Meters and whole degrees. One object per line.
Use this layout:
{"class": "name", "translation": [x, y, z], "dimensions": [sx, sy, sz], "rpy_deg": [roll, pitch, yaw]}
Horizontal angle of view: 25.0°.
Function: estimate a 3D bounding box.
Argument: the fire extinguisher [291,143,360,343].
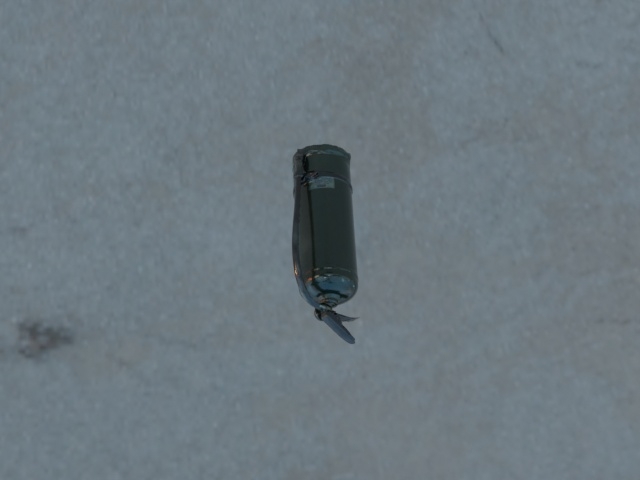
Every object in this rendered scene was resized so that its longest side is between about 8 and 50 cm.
{"class": "fire extinguisher", "translation": [0.000, 0.000, 0.589], "dimensions": [0.025, 0.083, 0.038], "rpy_deg": [-28, 143, 35]}
